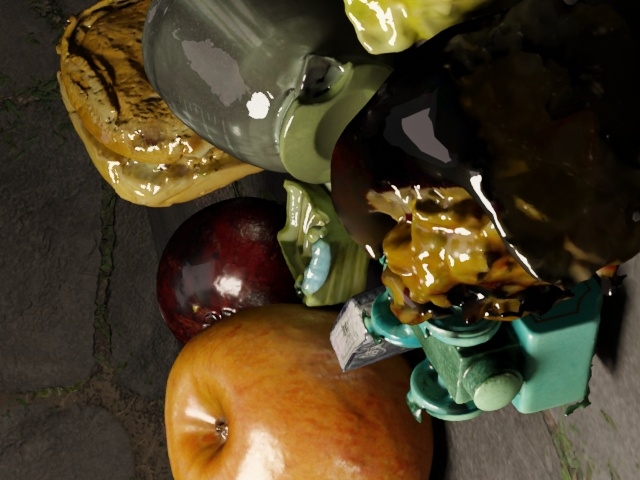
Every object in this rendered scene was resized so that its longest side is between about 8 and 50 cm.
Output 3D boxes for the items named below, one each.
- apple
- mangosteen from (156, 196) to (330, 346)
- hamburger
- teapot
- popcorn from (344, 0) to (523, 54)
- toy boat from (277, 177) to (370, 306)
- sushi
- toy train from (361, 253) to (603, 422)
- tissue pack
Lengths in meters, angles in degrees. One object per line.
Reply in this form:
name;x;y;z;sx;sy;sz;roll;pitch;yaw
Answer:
apple;-0.030;0.216;1.618;0.299;0.275;0.299;-31;50;45
mangosteen;-0.091;0.034;1.920;0.261;0.235;0.235;-69;-16;-49
hamburger;-0.165;-0.194;1.799;0.158;0.318;0.319;93;159;-58
teapot;-0.032;-0.138;1.496;0.239;0.239;0.321;51;147;38
popcorn;0.084;-0.253;1.022;0.256;0.195;0.255;-48;-29;-76
toy boat;0.006;0.001;1.675;0.276;0.084;0.111;-118;37;-73
sushi;0.125;-0.042;1.020;0.204;0.213;0.200;131;125;-71
toy train;0.131;0.051;1.170;0.203;0.163;0.112;-119;22;-45
tissue pack;0.092;0.065;1.339;0.112;0.156;0.051;115;136;-65
